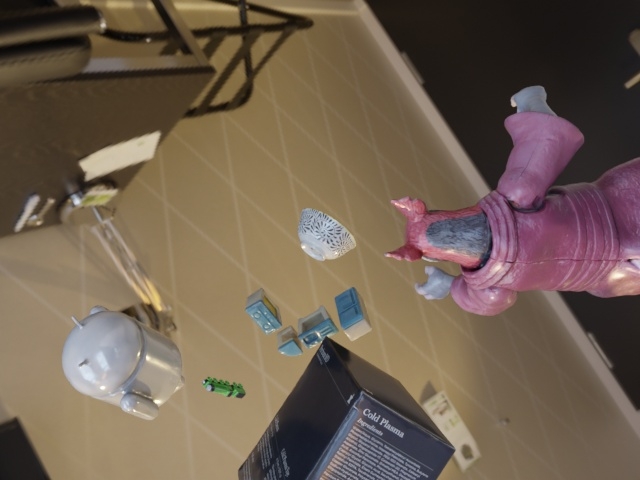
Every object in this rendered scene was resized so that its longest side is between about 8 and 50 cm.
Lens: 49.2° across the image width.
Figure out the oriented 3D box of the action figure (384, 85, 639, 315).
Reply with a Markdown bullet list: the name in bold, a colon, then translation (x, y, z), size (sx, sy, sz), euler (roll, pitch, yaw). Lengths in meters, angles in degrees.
- **action figure**: translation (0.236, 0.011, 0.654), size (0.369, 0.276, 0.248), euler (-4, 122, -18)

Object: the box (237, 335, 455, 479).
- **box**: translation (0.022, 0.369, 1.163), size (0.313, 0.178, 0.343), euler (-58, -169, 1)

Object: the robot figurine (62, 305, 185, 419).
- **robot figurine**: translation (-0.468, 0.288, 1.662), size (0.199, 0.300, 0.353), euler (-37, 147, 3)

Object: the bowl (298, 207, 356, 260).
- **bowl**: translation (0.000, 0.000, 1.812), size (0.080, 0.170, 0.170), euler (-55, 179, -19)

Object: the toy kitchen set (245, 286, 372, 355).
- **toy kitchen set**: translation (-0.028, 0.150, 1.469), size (0.207, 0.166, 0.122), euler (-32, -153, 9)

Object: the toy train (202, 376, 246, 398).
- **toy train**: translation (-0.146, 0.225, 1.059), size (0.017, 0.024, 0.083), euler (-46, 140, 16)
